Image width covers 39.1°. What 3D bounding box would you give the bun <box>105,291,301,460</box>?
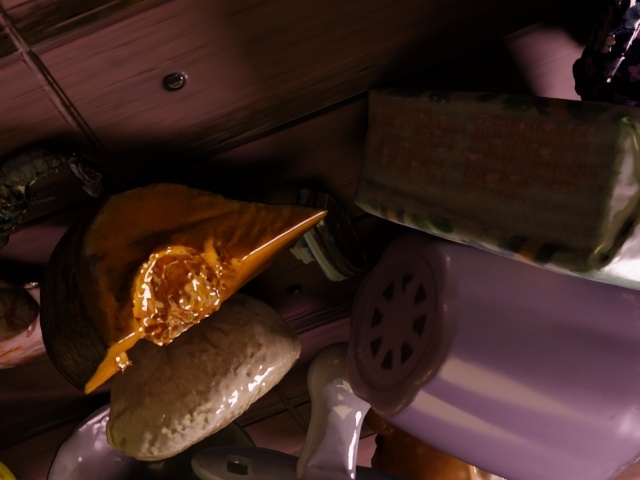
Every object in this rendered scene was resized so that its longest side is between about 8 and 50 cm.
[{"bbox_3d":[-0.133,0.134,0.929,0.220,0.134,0.220,-35,173,-5],"label":"bun"}]

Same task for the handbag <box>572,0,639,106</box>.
[{"bbox_3d":[0.330,-0.178,0.734,0.228,0.127,0.208,-1,156,-4],"label":"handbag"}]

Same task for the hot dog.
[{"bbox_3d":[-0.293,0.073,0.791,0.131,0.069,0.252,-30,165,21],"label":"hot dog"}]

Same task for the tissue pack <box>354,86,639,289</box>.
[{"bbox_3d":[0.199,-0.044,0.710,0.227,0.310,0.128,5,97,-28],"label":"tissue pack"}]

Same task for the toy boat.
[{"bbox_3d":[0.000,0.000,0.890,0.066,0.059,0.140,0,150,26],"label":"toy boat"}]

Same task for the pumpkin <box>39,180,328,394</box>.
[{"bbox_3d":[-0.132,0.010,0.773,0.248,0.126,0.131,-31,165,-32],"label":"pumpkin"}]

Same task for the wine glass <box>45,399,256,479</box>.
[{"bbox_3d":[-0.234,0.399,1.139,0.267,0.267,0.406,0,144,-23],"label":"wine glass"}]

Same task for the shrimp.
[{"bbox_3d":[-0.260,-0.032,0.746,0.174,0.076,0.082,-29,-177,7],"label":"shrimp"}]

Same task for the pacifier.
[{"bbox_3d":[0.010,0.219,0.957,0.287,0.226,0.238,9,176,-1],"label":"pacifier"}]

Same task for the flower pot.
[{"bbox_3d":[0.167,0.112,0.901,0.243,0.265,0.265,14,133,-26],"label":"flower pot"}]

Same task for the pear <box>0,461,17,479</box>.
[{"bbox_3d":[-0.414,0.314,0.878,0.342,0.239,0.318,19,118,-10],"label":"pear"}]

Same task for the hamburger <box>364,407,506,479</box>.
[{"bbox_3d":[0.176,0.279,1.149,0.236,0.277,0.276,-10,142,-8],"label":"hamburger"}]
